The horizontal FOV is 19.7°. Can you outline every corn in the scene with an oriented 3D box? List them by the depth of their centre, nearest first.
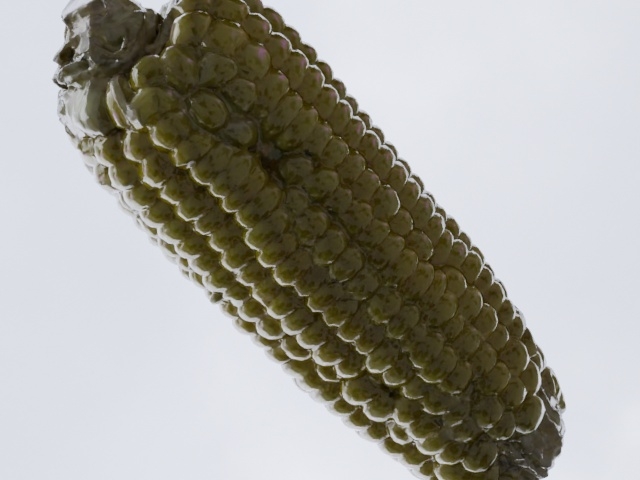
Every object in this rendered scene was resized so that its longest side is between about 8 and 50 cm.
[{"bbox_3d":[0.000,0.000,0.939,0.347,0.130,0.130,45,-118,-18],"label":"corn"}]
